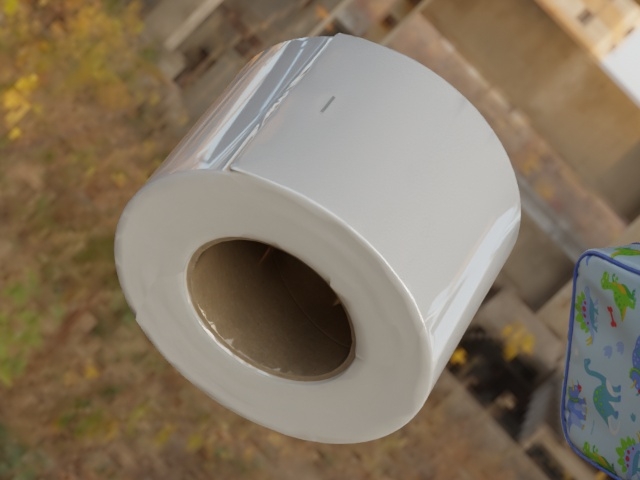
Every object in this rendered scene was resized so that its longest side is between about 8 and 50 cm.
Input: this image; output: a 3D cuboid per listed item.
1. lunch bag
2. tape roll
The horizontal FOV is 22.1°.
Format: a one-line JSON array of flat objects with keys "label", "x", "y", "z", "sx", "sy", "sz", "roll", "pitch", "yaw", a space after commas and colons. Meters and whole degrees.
[{"label": "lunch bag", "x": 0.308, "y": 0.117, "z": 1.561, "sx": 0.090, "sy": 0.219, "sz": 0.176, "roll": -6, "pitch": 17, "yaw": -30}, {"label": "tape roll", "x": 0.000, "y": 0.000, "z": 1.162, "sx": 0.246, "sy": 0.246, "sz": 0.169, "roll": 45, "pitch": 47, "yaw": -10}]
